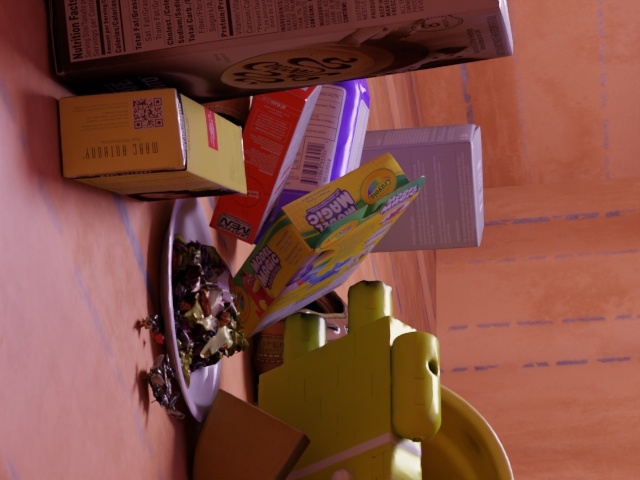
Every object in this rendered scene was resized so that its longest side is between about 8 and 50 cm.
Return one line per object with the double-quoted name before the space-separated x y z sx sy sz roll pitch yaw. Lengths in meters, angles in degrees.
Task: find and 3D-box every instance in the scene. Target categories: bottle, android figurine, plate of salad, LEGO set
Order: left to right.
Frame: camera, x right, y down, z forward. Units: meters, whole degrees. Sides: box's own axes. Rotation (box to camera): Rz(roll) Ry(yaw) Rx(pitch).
"LEGO set" -0.127 0.099 1.356 0.054 0.023 0.083 62 11 -75
"plate of salad" -0.096 0.053 1.484 0.200 0.048 0.200 -4 90 -82
"bottle" -0.011 -0.132 1.769 0.092 0.118 0.283 51 46 -61
"android figurine" 0.011 0.172 1.559 0.056 0.248 0.273 32 47 -36

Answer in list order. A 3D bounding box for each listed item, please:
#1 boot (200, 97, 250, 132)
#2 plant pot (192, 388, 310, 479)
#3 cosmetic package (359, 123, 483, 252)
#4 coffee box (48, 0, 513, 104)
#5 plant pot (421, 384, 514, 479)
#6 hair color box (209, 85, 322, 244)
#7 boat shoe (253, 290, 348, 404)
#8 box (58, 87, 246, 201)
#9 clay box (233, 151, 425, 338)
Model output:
"boot" -0.102 -0.209 1.460 0.283 0.109 0.220 84 8 -73
"plant pot" -0.065 0.183 1.492 0.083 0.081 0.081 -61 171 -9
"cosmetic package" 0.060 -0.055 1.971 0.107 0.238 0.127 -59 147 -72
"coffee box" -0.024 -0.174 1.220 0.168 0.297 0.119 28 55 -79
"plant pot" 0.047 0.290 1.759 0.239 0.254 0.254 103 -11 -59
"hair color box" -0.045 -0.075 1.473 0.072 0.043 0.141 -58 170 -64
"boat shoe" 0.000 0.100 1.905 0.307 0.110 0.104 -40 127 -80
"box" -0.115 -0.065 1.277 0.232 0.087 0.058 20 66 -80
"clay box" 0.000 0.000 1.583 0.053 0.127 0.222 54 -33 12
